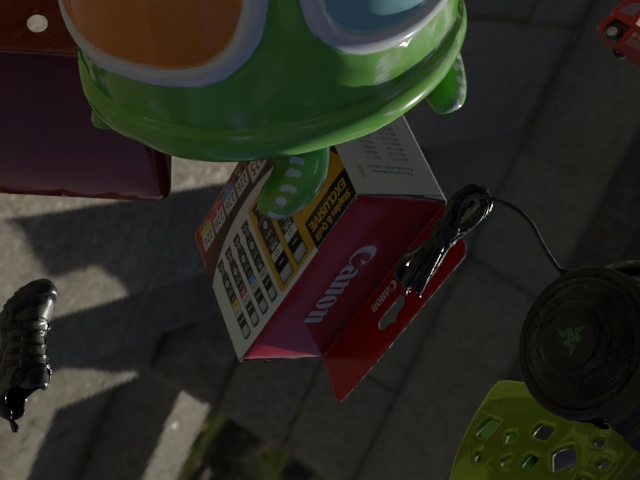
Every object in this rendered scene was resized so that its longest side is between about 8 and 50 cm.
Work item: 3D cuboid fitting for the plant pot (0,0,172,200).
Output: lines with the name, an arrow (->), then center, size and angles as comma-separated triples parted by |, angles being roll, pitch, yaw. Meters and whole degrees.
plant pot -> -0.285, -0.214, 1.259 | 0.236, 0.267, 0.267 | 111, -20, -67

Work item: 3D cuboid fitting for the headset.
headset -> 0.245, 0.106, 1.072 | 0.185, 0.394, 0.243 | -49, 161, 20

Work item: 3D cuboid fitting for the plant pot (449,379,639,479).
plant pot -> 0.249, 0.305, 1.236 | 0.207, 0.227, 0.228 | -45, 119, -28

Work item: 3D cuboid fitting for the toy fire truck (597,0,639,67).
toy fire truck -> 0.419, -0.232, 1.335 | 0.135, 0.192, 0.047 | -47, 143, 1

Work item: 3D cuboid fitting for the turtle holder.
turtle holder -> -0.007, -0.190, 0.732 | 0.320, 0.243, 0.227 | -22, 132, -19

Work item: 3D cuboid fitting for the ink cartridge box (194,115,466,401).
ink cartridge box -> 0.000, 0.000, 1.403 | 0.130, 0.272, 0.309 | 2, 139, -33

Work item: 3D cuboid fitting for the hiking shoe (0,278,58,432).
hiking shoe -> -0.431, 0.170, 1.791 | 0.086, 0.114, 0.227 | 5, 114, -56
